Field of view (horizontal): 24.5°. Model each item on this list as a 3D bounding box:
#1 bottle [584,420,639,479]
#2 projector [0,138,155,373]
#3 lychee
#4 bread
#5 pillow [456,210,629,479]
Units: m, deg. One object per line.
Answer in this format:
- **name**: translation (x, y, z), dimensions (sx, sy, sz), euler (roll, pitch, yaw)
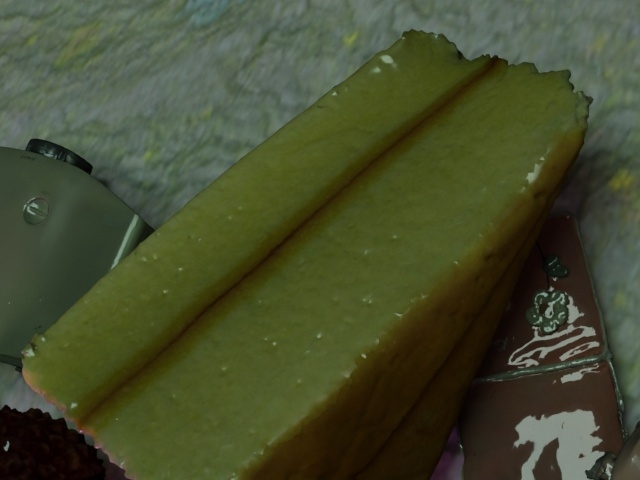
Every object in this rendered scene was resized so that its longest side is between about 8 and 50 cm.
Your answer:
- **bottle**: translation (0.252, 0.166, 0.954), dimensions (0.152, 0.099, 0.099), euler (23, 82, 29)
- **projector**: translation (-0.261, 0.012, 1.282), dimensions (0.269, 0.088, 0.193), euler (15, 76, 30)
- **lychee**: translation (-0.257, 0.218, 1.150), dimensions (0.188, 0.188, 0.188), euler (-10, 66, 23)
- **bread**: translation (0.000, 0.000, 1.028), dimensions (0.233, 0.245, 0.362), euler (33, 101, 40)
- **pillow**: translation (0.151, 0.097, 1.066), dimensions (0.126, 0.043, 0.232), euler (-17, 64, 21)
